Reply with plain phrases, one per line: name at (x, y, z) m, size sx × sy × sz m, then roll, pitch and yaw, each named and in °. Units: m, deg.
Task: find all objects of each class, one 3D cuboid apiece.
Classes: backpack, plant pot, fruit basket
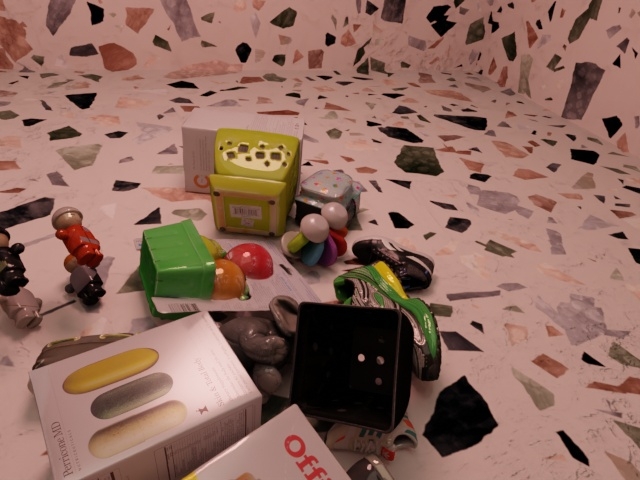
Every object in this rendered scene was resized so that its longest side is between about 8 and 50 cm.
backpack at (0.030, -0.123, 1.386) m, size 0.166 × 0.144 × 0.188 m, roll 17°, pitch 33°, yaw 24°
plant pot at (-0.182, -0.144, 1.301) m, size 0.229 × 0.227 × 0.207 m, roll 7°, pitch 50°, yaw -1°
plant pot at (0.075, 0.211, 0.840) m, size 0.188 × 0.187 × 0.167 m, roll 0°, pitch -11°, yaw 31°
fruit basket at (-0.212, 0.078, 1.071) m, size 0.353 × 0.165 × 0.327 m, roll 7°, pitch 22°, yaw -33°

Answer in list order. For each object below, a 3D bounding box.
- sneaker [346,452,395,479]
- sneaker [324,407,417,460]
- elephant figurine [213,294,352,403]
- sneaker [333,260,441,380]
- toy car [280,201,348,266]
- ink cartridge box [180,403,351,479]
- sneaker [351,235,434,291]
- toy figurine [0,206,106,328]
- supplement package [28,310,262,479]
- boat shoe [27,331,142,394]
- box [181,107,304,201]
sneaker at (0.093, 0.430, 0.678) m, size 0.118 × 0.083 × 0.222 m, roll -29°, pitch 49°, yaw -19°
sneaker at (0.090, 0.335, 0.813) m, size 0.162 × 0.057 × 0.075 m, roll -4°, pitch 31°, yaw -19°
elephant figurine at (-0.074, 0.196, 0.929) m, size 0.170 × 0.185 × 0.239 m, roll -11°, pitch 8°, yaw 39°
sneaker at (0.135, 0.175, 1.012) m, size 0.147 × 0.134 × 0.343 m, roll -15°, pitch 31°, yaw -17°
toy car at (0.000, 0.000, 1.227) m, size 0.182 × 0.159 × 0.136 m, roll -34°, pitch 88°, yaw -44°
ink cartridge box at (-0.105, 0.388, 0.458) m, size 0.385 × 0.160 × 0.279 m, roll -23°, pitch 61°, yaw -38°
sneaker at (0.175, 0.060, 1.200) m, size 0.217 × 0.079 × 0.121 m, roll 15°, pitch 34°, yaw 9°
toy figurine at (-0.556, 0.052, 0.971) m, size 0.213 × 0.209 × 0.148 m, roll -25°, pitch 63°, yaw -33°
supplement package at (-0.251, 0.274, 0.718) m, size 0.263 × 0.197 × 0.199 m, roll -17°, pitch 42°, yaw -30°
boat shoe at (-0.353, 0.211, 0.871) m, size 0.305 × 0.109 × 0.091 m, roll -5°, pitch 41°, yaw -11°
box at (-0.230, -0.263, 1.476) m, size 0.346 × 0.214 × 0.168 m, roll 6°, pitch 35°, yaw -2°
